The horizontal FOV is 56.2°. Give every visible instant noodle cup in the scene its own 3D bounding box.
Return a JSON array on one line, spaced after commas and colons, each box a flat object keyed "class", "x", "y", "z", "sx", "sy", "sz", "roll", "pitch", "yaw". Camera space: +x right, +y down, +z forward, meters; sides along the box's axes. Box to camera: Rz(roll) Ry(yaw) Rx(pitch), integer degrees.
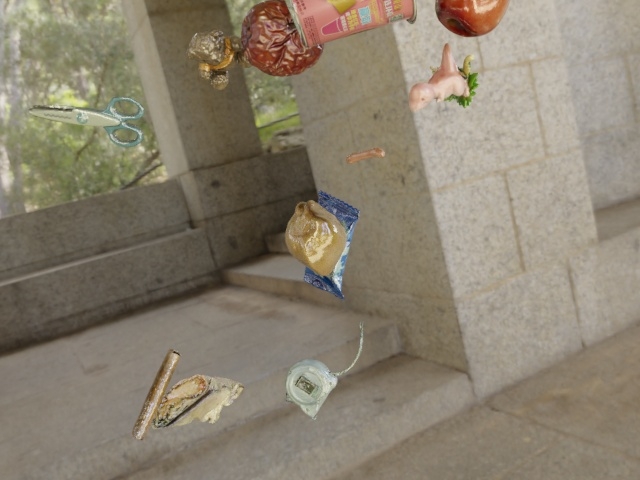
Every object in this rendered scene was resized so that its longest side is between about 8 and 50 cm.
[{"class": "instant noodle cup", "x": 0.054, "y": -0.540, "z": 1.299, "sx": 0.254, "sy": 0.244, "sz": 0.244, "roll": -22, "pitch": 7, "yaw": 2}]

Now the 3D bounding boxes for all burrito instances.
[{"class": "burrito", "x": -0.366, "y": 0.485, "z": 1.835, "sx": 0.107, "sy": 0.175, "sz": 0.347, "roll": 31, "pitch": 1, "yaw": 25}]

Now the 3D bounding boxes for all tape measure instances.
[{"class": "tape measure", "x": 0.011, "y": 0.370, "z": 1.811, "sx": 0.164, "sy": 0.330, "sz": 0.084, "roll": 30, "pitch": 10, "yaw": 0}]

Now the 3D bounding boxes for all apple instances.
[{"class": "apple", "x": 0.378, "y": -0.597, "z": 1.484, "sx": 0.181, "sy": 0.168, "sz": 0.181, "roll": 29, "pitch": 10, "yaw": -6}]

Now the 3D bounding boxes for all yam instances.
[{"class": "yam", "x": -0.464, "y": 0.433, "z": 1.693, "sx": 0.046, "sy": 0.046, "sz": 0.264, "roll": -7, "pitch": 53, "yaw": 44}]

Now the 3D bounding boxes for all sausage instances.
[{"class": "sausage", "x": 0.177, "y": -0.335, "z": 2.357, "sx": 0.186, "sy": 0.043, "sz": 0.043, "roll": -5, "pitch": 11, "yaw": 44}]

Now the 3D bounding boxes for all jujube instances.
[{"class": "jujube", "x": -0.107, "y": -0.571, "z": 1.709, "sx": 0.232, "sy": 0.213, "sz": 0.213, "roll": -3, "pitch": 2, "yaw": -23}]

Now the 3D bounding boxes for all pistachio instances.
[{"class": "pistachio", "x": 0.000, "y": 0.000, "z": 1.734, "sx": 0.162, "sy": 0.213, "sz": 0.260, "roll": -8, "pitch": -10, "yaw": 24}]

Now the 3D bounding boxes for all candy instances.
[{"class": "candy", "x": 0.036, "y": 0.018, "z": 1.979, "sx": 0.187, "sy": 0.331, "sz": 0.077, "roll": 26, "pitch": 24, "yaw": 33}]

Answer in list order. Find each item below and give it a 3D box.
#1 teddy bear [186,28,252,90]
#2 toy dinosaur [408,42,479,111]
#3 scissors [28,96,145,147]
[{"class": "teddy bear", "x": -0.315, "y": -0.568, "z": 1.814, "sx": 0.177, "sy": 0.140, "sz": 0.190, "roll": -35, "pitch": -17, "yaw": 14}, {"class": "toy dinosaur", "x": 0.318, "y": -0.436, "z": 1.623, "sx": 0.177, "sy": 0.194, "sz": 0.152, "roll": 7, "pitch": 29, "yaw": -42}, {"class": "scissors", "x": -0.605, "y": -0.320, "z": 1.557, "sx": 0.289, "sy": 0.138, "sz": 0.041, "roll": 6, "pitch": 32, "yaw": -9}]
